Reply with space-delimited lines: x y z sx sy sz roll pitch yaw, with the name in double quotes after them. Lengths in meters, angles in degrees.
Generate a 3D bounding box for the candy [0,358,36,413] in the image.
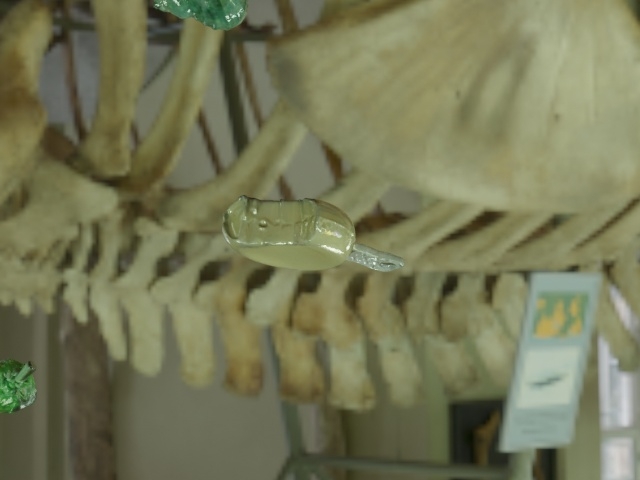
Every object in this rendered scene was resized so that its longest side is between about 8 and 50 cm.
-0.482 0.217 2.201 0.097 0.097 0.323 1 167 -20 "candy"

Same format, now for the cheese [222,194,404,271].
-0.011 0.005 1.876 0.163 0.070 0.249 -7 158 33 "cheese"

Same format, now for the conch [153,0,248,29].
-0.157 -0.404 2.042 0.134 0.202 0.196 24 160 19 "conch"
